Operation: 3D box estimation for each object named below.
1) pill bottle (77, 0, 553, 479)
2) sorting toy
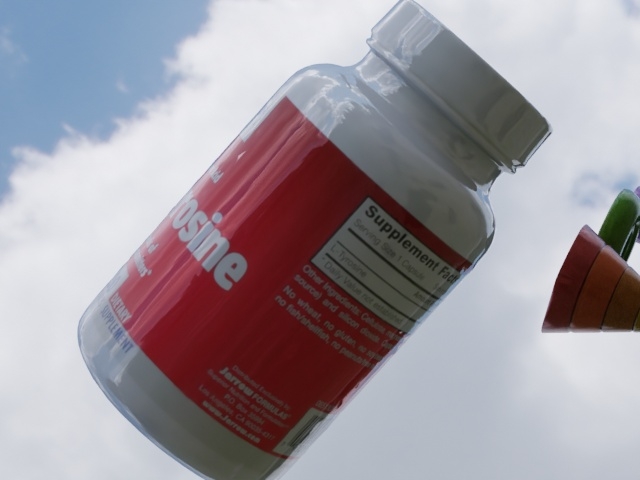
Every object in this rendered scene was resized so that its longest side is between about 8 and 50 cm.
[{"bbox_3d":[0.000,0.000,1.142,0.408,0.229,0.229,-48,-47,6],"label":"pill bottle"},{"bbox_3d":[0.358,0.028,1.452,0.365,0.126,0.127,-30,-41,-58],"label":"sorting toy"}]
